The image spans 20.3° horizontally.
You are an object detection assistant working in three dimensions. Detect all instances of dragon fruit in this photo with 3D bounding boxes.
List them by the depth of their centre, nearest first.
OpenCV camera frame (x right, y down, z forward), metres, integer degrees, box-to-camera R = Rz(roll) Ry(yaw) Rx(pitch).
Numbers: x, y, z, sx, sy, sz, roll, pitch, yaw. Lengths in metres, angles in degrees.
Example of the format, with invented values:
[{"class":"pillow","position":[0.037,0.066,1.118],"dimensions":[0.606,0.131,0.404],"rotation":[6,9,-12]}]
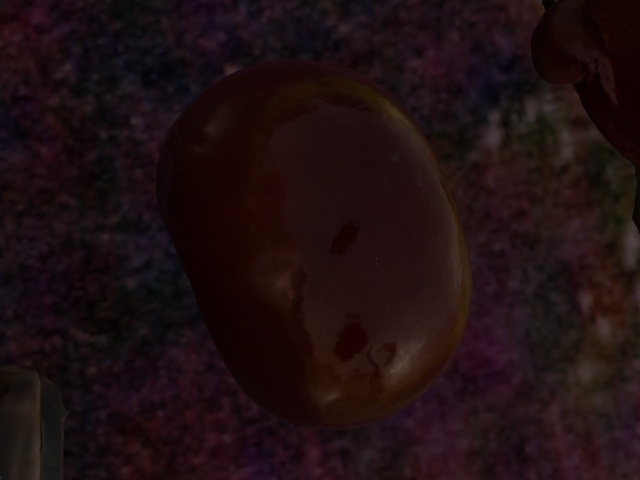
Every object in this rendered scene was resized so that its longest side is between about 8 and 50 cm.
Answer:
[{"class":"dragon fruit","position":[0.128,-0.075,0.551],"dimensions":[0.112,0.126,0.068],"rotation":[52,-12,5]}]

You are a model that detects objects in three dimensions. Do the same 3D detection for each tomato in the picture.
[{"class":"tomato","position":[0.000,0.000,0.888],"dimensions":[0.195,0.136,0.195],"rotation":[155,-90,-88]}]

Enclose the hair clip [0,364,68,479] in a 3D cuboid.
[{"class":"hair clip","position":[-0.080,0.163,0.423],"dimensions":[0.084,0.106,0.292],"rotation":[-46,138,-57]}]
